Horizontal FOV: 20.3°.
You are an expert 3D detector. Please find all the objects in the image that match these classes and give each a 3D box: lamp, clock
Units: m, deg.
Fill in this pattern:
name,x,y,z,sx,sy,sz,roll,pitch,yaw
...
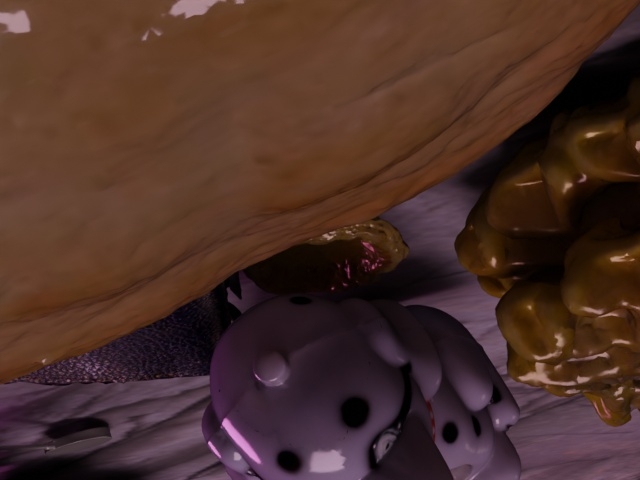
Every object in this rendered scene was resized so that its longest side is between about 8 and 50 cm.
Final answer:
name,x,y,z,sx,sy,sz,roll,pitch,yaw
lamp,-0.235,0.136,1.274,0.198,0.056,0.050,0,158,-45
clock,0.013,0.104,1.059,0.188,0.189,0.254,-13,167,8

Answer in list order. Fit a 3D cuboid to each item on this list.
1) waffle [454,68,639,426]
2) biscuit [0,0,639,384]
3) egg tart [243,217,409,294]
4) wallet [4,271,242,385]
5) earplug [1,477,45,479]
name,x,y,z,sx,sy,sz,roll,pitch,yaw
waffle,0.248,0.007,1.006,0.324,0.151,0.261,10,155,-29
biscuit,-0.051,-0.072,0.689,0.446,0.104,0.429,-22,156,-5
egg tart,0.000,0.000,1.034,0.105,0.039,0.105,-7,157,-3
wallet,-0.177,0.025,1.014,0.262,0.071,0.221,-5,160,-1
earplug,-0.199,0.240,1.362,0.257,0.164,0.280,-38,159,29
